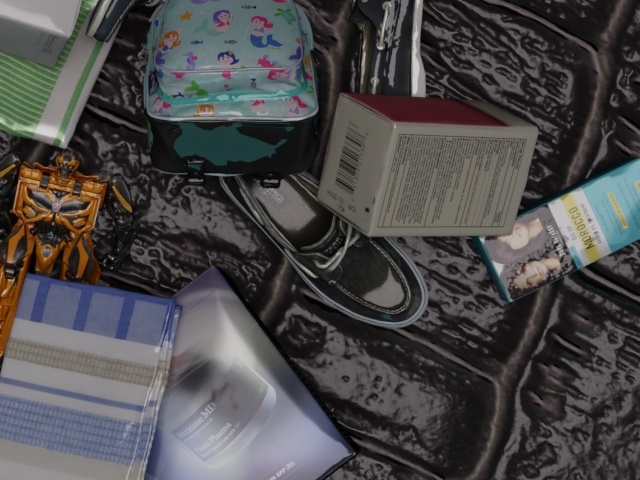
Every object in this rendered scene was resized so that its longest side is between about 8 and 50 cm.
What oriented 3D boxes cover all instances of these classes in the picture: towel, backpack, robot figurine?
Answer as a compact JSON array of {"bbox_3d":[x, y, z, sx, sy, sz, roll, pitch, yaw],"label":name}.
[{"bbox_3d":[-0.426,-0.279,1.832,0.325,0.038,0.248,23,78,-15],"label":"towel"},{"bbox_3d":[-0.110,-0.211,1.797,0.225,0.253,0.191,-1,131,-1],"label":"backpack"},{"bbox_3d":[-0.347,0.028,1.851,0.211,0.085,0.291,11,105,-8],"label":"robot figurine"},{"bbox_3d":[-0.287,0.192,1.731,0.209,0.034,0.285,9,80,10],"label":"towel"}]

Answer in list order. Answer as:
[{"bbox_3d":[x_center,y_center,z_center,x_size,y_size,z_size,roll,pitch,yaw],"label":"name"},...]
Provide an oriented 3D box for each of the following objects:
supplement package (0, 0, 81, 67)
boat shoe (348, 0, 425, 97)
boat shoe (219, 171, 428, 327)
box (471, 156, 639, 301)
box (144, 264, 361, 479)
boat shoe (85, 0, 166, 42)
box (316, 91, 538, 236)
[{"bbox_3d":[-0.426,-0.342,1.727,0.293,0.177,0.175,15,80,-15],"label":"supplement package"},{"bbox_3d":[0.081,-0.284,1.877,0.091,0.114,0.302,-4,91,-9],"label":"boat shoe"},{"bbox_3d":[0.000,0.000,1.876,0.335,0.119,0.121,37,89,-4],"label":"boat shoe"},{"bbox_3d":[0.332,-0.016,1.926,0.244,0.060,0.100,-26,93,-3],"label":"box"},{"bbox_3d":[-0.155,0.237,1.822,0.296,0.183,0.294,-38,82,-2],"label":"box"},{"bbox_3d":[-0.212,-0.345,1.850,0.079,0.095,0.254,36,63,-19],"label":"boat shoe"},{"bbox_3d":[0.133,-0.094,1.815,0.232,0.127,0.149,0,112,-35],"label":"box"}]
